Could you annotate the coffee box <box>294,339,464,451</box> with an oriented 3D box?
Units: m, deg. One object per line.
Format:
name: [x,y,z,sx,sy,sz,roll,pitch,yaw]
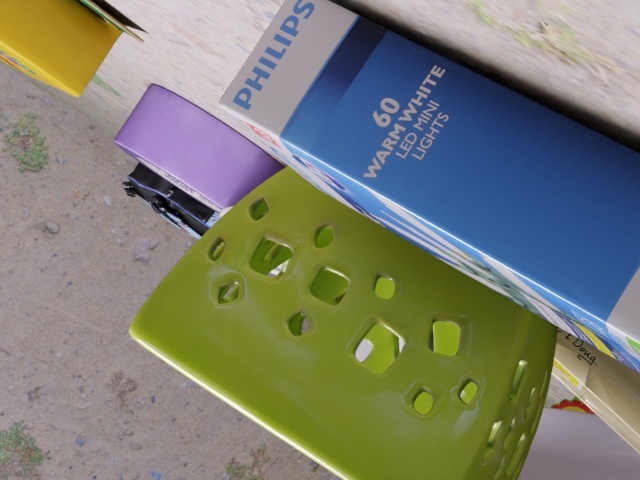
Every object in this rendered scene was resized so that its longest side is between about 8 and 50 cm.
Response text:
coffee box: [0.095,0.141,1.406,0.141,0.246,0.098,32,176,-1]

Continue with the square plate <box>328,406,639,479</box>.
square plate: [0.191,0.273,1.501,0.344,0.049,0.347,3,-160,39]

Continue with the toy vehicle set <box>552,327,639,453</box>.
toy vehicle set: [0.189,0.081,1.095,0.267,0.035,0.166,43,179,13]

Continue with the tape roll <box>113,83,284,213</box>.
tape roll: [-0.136,-0.094,1.568,0.189,0.080,0.189,32,176,2]

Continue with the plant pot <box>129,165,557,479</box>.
plant pot: [0.051,0.048,0.890,0.228,0.207,0.227,32,176,19]

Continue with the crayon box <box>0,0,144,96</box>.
crayon box: [-0.315,-0.232,1.256,0.202,0.081,0.318,36,175,-34]

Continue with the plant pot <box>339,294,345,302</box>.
plant pot: [0.102,0.110,1.699,0.165,0.167,0.167,27,179,-20]

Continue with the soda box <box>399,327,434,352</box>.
soda box: [0.134,0.074,1.225,0.169,0.053,0.060,14,-146,-39]

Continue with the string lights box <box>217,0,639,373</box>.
string lights box: [0.090,-0.021,0.673,0.260,0.076,0.133,31,177,29]

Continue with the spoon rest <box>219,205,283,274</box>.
spoon rest: [0.000,0.000,1.424,0.137,0.084,0.276,28,170,-37]

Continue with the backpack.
backpack: [-0.148,-0.060,1.800,0.173,0.117,0.158,35,175,-27]

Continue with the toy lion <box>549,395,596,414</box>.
toy lion: [0.334,0.229,1.716,0.100,0.096,0.034,31,176,19]
